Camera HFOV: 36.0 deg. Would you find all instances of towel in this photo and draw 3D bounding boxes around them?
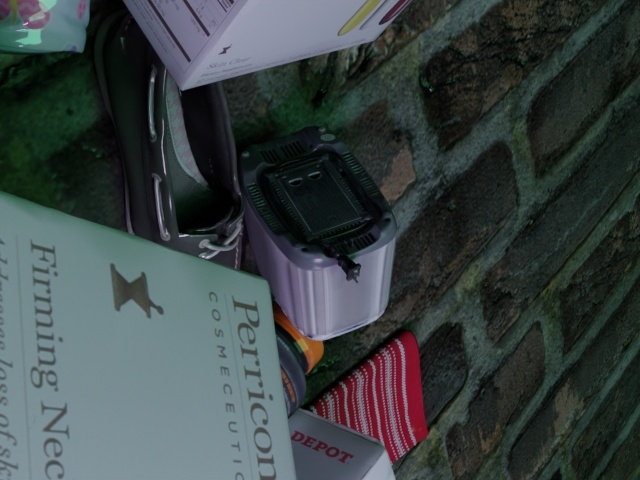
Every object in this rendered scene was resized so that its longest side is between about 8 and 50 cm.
[{"bbox_3d":[0.054,0.265,1.347,0.275,0.031,0.198,-34,127,-40],"label":"towel"}]

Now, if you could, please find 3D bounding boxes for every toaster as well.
[{"bbox_3d":[0.000,0.000,1.026,0.129,0.227,0.146,-21,139,-16],"label":"toaster"}]

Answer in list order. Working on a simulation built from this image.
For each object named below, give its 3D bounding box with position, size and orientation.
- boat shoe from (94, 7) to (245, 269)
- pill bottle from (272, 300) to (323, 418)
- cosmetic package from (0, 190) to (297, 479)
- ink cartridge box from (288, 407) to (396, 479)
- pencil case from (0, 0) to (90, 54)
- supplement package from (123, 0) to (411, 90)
[{"bbox_3d":[-0.127,-0.060,0.947,0.112,0.096,0.335,-39,131,-36],"label":"boat shoe"},{"bbox_3d":[-0.103,0.167,1.032,0.246,0.130,0.130,-41,132,-34],"label":"pill bottle"},{"bbox_3d":[-0.252,0.179,0.604,0.394,0.327,0.329,21,53,-53],"label":"cosmetic package"},{"bbox_3d":[-0.087,0.325,1.033,0.306,0.226,0.131,-42,131,-33],"label":"ink cartridge box"},{"bbox_3d":[-0.226,-0.272,0.735,0.113,0.124,0.273,-37,137,-75],"label":"pencil case"},{"bbox_3d":[-0.045,-0.274,0.854,0.262,0.145,0.204,-25,78,-44],"label":"supplement package"}]
